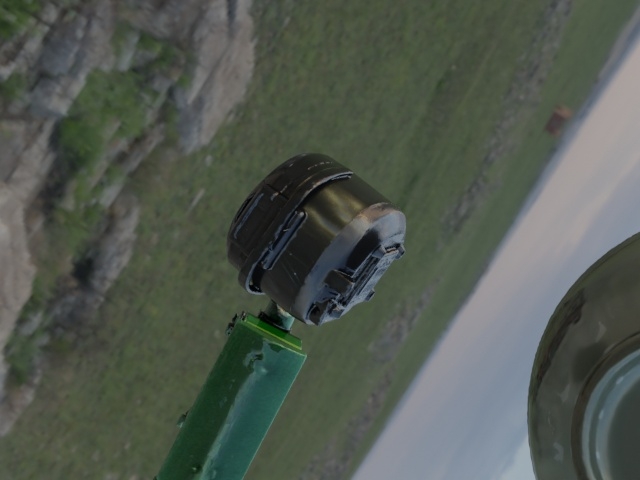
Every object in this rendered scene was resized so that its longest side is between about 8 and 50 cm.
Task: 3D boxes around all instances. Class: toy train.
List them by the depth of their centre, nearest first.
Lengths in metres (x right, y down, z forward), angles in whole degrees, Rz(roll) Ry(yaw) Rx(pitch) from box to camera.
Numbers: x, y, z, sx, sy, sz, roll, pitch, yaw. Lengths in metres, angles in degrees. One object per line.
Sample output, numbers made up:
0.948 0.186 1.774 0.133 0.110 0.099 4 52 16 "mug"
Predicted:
-0.121 0.230 1.518 0.300 0.120 0.202 -62 -176 6 "toy train"

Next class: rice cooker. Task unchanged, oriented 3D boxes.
0.000 0.000 0.783 0.112 0.106 0.165 -55 172 14 "rice cooker"

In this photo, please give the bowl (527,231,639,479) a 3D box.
0.264 0.132 0.699 0.157 0.337 0.337 8 117 -55 "bowl"
